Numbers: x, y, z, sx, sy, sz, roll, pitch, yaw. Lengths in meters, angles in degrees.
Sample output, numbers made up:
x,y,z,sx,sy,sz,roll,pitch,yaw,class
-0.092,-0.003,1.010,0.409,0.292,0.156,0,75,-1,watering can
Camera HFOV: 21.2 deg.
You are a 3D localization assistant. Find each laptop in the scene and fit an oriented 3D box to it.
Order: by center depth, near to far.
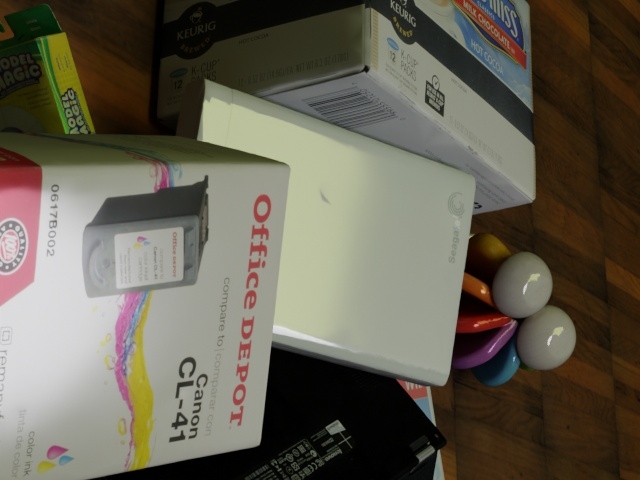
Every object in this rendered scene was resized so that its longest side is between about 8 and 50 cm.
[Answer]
x,y,z,sx,sy,sz,roll,pitch,yaw,class
-0.083,0.253,1.477,0.408,0.236,0.382,51,33,10,laptop

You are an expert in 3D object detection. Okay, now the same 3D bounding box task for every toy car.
x,y,z,sx,sy,sz,roll,pitch,yaw,class
0.189,0.087,1.941,0.136,0.159,0.182,-37,118,-20,toy car

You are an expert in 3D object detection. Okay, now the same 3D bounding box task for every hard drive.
x,y,z,sx,sy,sz,roll,pitch,yaw,class
0.000,0.000,1.504,0.307,0.040,0.203,17,76,-34,hard drive

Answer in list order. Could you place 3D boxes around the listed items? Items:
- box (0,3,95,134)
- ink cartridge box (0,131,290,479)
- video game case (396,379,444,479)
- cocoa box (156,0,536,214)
x,y,z,sx,sy,sz,roll,pitch,yaw,class
-0.224,-0.082,1.297,0.043,0.105,0.179,-26,102,-61,box
-0.175,0.043,1.172,0.306,0.131,0.226,-4,104,-47,ink cartridge box
0.078,0.272,1.777,0.204,0.025,0.285,0,80,-60,video game case
0.035,-0.176,1.650,0.347,0.231,0.228,31,55,-52,cocoa box
